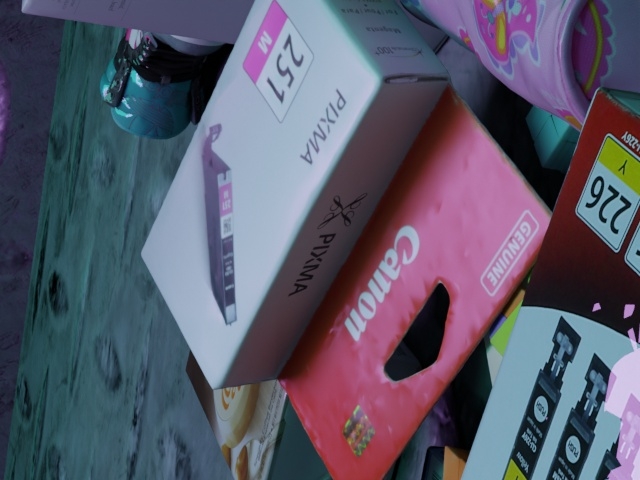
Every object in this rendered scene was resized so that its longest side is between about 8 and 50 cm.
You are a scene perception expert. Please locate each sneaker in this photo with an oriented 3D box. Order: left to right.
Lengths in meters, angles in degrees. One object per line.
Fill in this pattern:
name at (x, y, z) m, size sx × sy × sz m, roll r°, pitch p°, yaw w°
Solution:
sneaker at (-0.168, -0.192, 1.644) m, size 0.295 × 0.124 × 0.178 m, roll -117°, pitch 42°, yaw -71°

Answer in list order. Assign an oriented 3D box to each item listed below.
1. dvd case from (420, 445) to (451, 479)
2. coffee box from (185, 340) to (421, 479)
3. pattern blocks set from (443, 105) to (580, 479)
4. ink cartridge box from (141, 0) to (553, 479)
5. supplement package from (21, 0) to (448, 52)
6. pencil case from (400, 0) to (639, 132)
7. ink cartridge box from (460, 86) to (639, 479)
dvd case at (0.099, 0.245, 0.866) m, size 0.253 × 0.022 × 0.180 m, roll -144°, pitch 62°, yaw -69°
coffee box at (-0.021, 0.098, 1.149) m, size 0.246 × 0.098 × 0.141 m, roll -129°, pitch 50°, yaw -64°
pattern blocks set at (0.129, 0.067, 0.789) m, size 0.325 × 0.026 × 0.285 m, roll -107°, pitch 35°, yaw -54°
ink cartridge box at (0.000, 0.000, 0.923) m, size 0.239 × 0.060 × 0.275 m, roll 58°, pitch 136°, yaw 33°
supplement package at (-0.039, -0.245, 1.013) m, size 0.175 × 0.293 × 0.177 m, roll 131°, pitch 141°, yaw -59°
pencil case at (0.126, -0.132, 0.774) m, size 0.284 × 0.124 × 0.124 m, roll -128°, pitch 48°, yaw -64°
ink cartridge box at (0.169, 0.139, 0.475) m, size 0.309 × 0.130 × 0.272 m, roll -126°, pitch 46°, yaw -55°
